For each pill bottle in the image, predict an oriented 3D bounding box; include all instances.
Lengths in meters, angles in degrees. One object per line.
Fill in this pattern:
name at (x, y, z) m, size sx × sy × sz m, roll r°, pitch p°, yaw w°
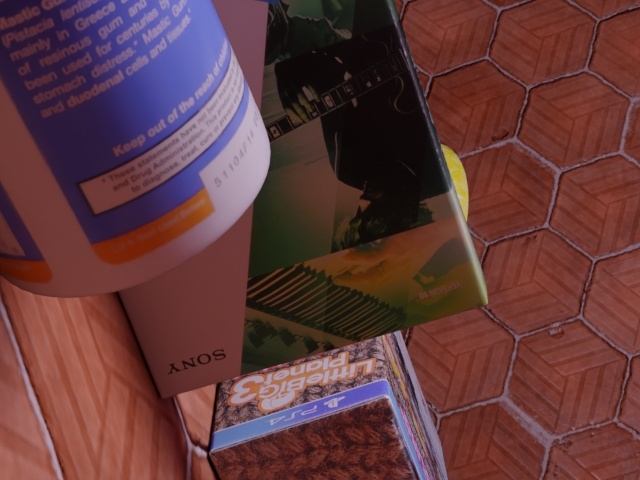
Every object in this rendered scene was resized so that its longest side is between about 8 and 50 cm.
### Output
pill bottle at (-0.135, -0.120, 0.563) m, size 0.152 × 0.152 × 0.272 m, roll -99°, pitch 169°, yaw -54°

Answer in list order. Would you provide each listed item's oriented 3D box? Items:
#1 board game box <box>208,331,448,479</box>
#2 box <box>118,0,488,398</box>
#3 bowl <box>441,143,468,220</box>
board game box at (0.020, 0.179, 1.091) m, size 0.291 × 0.141 × 0.232 m, roll -91°, pitch 162°, yaw -69°
box at (-0.049, -0.076, 0.817) m, size 0.058 × 0.232 × 0.322 m, roll -73°, pitch 144°, yaw -71°
bowl at (0.064, -0.025, 1.813) m, size 0.156 × 0.289 × 0.289 m, roll 18°, pitch 38°, yaw -26°
